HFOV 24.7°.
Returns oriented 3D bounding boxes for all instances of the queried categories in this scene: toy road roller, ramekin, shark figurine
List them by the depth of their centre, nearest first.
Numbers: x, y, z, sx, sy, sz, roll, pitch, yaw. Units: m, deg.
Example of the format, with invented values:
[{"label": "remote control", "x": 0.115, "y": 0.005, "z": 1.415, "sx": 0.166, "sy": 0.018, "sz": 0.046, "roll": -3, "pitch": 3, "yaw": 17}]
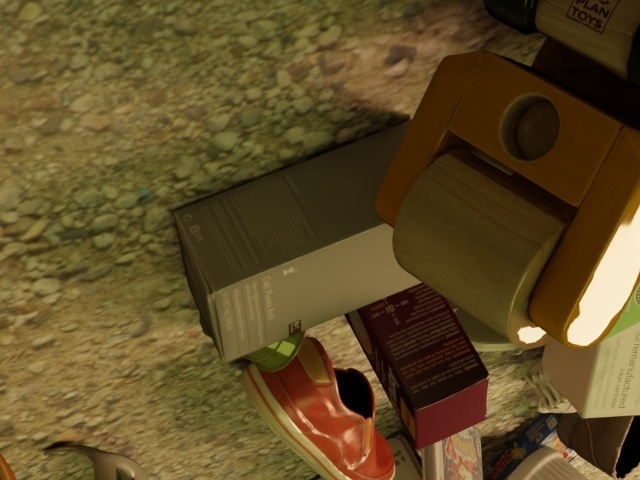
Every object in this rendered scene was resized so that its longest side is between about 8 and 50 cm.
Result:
[{"label": "toy road roller", "x": 0.226, "y": -0.080, "z": 1.168, "sx": 0.241, "sy": 0.202, "sz": 0.329, "roll": 13, "pitch": 108, "yaw": -52}, {"label": "shark figurine", "x": -0.215, "y": 0.301, "z": 1.579, "sx": 0.166, "sy": 0.116, "sz": 0.278, "roll": -13, "pitch": 150, "yaw": -28}, {"label": "ramekin", "x": 0.309, "y": 0.403, "z": 2.047, "sx": 0.207, "sy": 0.109, "sz": 0.207, "roll": -40, "pitch": 150, "yaw": -30}]

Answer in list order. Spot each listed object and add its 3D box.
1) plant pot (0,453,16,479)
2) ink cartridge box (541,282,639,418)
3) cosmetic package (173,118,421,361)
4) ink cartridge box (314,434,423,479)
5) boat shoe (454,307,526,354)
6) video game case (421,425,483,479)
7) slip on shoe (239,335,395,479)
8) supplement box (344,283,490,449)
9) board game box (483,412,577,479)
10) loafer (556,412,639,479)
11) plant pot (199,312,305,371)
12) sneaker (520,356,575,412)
[{"label": "plant pot", "x": -0.360, "y": 0.265, "z": 1.327, "sx": 0.205, "sy": 0.205, "sz": 0.188, "roll": -25, "pitch": 167, "yaw": -6}, {"label": "ink cartridge box", "x": 0.399, "y": 0.076, "z": 1.578, "sx": 0.273, "sy": 0.115, "sz": 0.198, "roll": -1, "pitch": 115, "yaw": -17}, {"label": "cosmetic package", "x": 0.000, "y": 0.000, "z": 1.290, "sx": 0.238, "sy": 0.107, "sz": 0.127, "roll": -20, "pitch": 147, "yaw": -9}, {"label": "ink cartridge box", "x": 0.077, "y": 0.391, "z": 1.969, "sx": 0.201, "sy": 0.117, "sz": 0.278, "roll": -30, "pitch": 151, "yaw": 2}, {"label": "boat shoe", "x": 0.240, "y": 0.095, "z": 1.675, "sx": 0.228, "sy": 0.079, "sz": 0.081, "roll": -15, "pitch": 144, "yaw": -30}, {"label": "video game case", "x": 0.170, "y": 0.306, "z": 1.857, "sx": 0.023, "sy": 0.183, "sz": 0.201, "roll": -9, "pitch": 158, "yaw": 20}, {"label": "slip on shoe", "x": 0.022, "y": 0.197, "z": 1.619, "sx": 0.101, "sy": 0.123, "sz": 0.331, "roll": -35, "pitch": 146, "yaw": 4}, {"label": "supplement box", "x": 0.086, "y": 0.094, "z": 1.424, "sx": 0.081, "sy": 0.188, "sz": 0.104, "roll": -23, "pitch": 151, "yaw": -9}, {"label": "board game box", "x": 0.331, "y": 0.303, "z": 2.135, "sx": 0.136, "sy": 0.035, "sz": 0.201, "roll": -1, "pitch": 141, "yaw": -40}, {"label": "loafer", "x": 0.463, "y": 0.179, "z": 1.932, "sx": 0.134, "sy": 0.130, "sz": 0.366, "roll": -2, "pitch": 134, "yaw": -40}, {"label": "plant pot", "x": -0.069, "y": 0.076, "z": 1.386, "sx": 0.079, "sy": 0.083, "sz": 0.083, "roll": 22, "pitch": 125, "yaw": -40}, {"label": "sneaker", "x": 0.311, "y": 0.175, "z": 1.784, "sx": 0.129, "sy": 0.111, "sz": 0.297, "roll": -22, "pitch": 170, "yaw": 9}]
